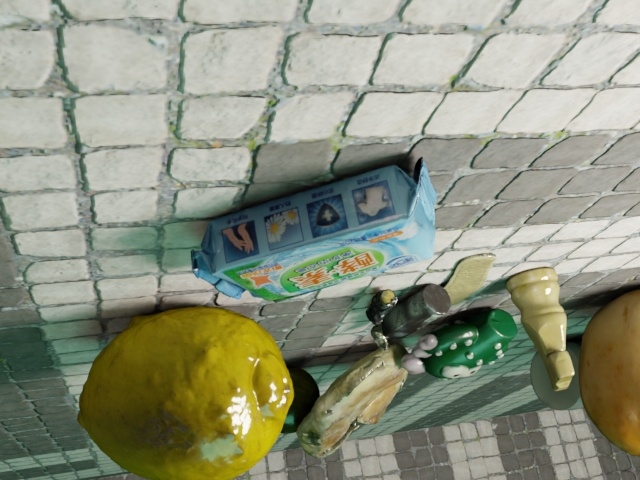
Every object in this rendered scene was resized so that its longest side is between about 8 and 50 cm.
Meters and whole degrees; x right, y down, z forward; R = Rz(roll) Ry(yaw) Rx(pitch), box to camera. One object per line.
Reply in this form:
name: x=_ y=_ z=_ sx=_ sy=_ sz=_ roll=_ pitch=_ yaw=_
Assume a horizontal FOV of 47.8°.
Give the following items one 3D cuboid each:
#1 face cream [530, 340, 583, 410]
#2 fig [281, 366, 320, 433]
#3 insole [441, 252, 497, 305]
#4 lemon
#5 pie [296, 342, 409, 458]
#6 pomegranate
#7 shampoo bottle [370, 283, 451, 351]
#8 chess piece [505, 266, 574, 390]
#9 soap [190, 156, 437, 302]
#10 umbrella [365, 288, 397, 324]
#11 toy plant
face cream: x=0.668 y=0.352 z=1.897 sx=0.153 sy=0.177 sz=0.177 roll=1 pitch=156 yaw=-32
fig: x=-0.126 y=0.324 z=1.592 sx=0.259 sy=0.151 sz=0.151 roll=28 pitch=148 yaw=-9
insole: x=0.244 y=0.072 z=1.228 sx=0.081 sy=0.011 sz=0.248 roll=-8 pitch=158 yaw=-6
lemon: x=-0.200 y=0.230 z=1.088 sx=0.285 sy=0.285 sz=0.316 roll=8 pitch=172 yaw=-38
pie: x=0.085 y=0.341 z=1.582 sx=0.337 sy=0.075 sz=0.337 roll=-36 pitch=150 yaw=-24
pomegranate: x=0.730 y=0.262 z=1.475 sx=0.412 sy=0.411 sz=0.411 roll=-9 pitch=158 yaw=-4
shampoo bottle: x=0.152 y=0.140 z=1.285 sx=0.057 sy=0.063 sz=0.208 roll=10 pitch=152 yaw=-22
chess piece: x=0.389 y=0.153 z=1.240 sx=0.090 sy=0.200 sz=0.090 roll=-10 pitch=158 yaw=-4
soap: x=0.000 y=0.000 z=0.847 sx=0.293 sy=0.077 sz=0.156 roll=-16 pitch=158 yaw=15
umbrella: x=0.102 y=0.110 z=1.219 sx=0.037 sy=0.040 sz=0.144 roll=-15 pitch=163 yaw=-10
toy plant: x=0.285 y=0.220 z=1.479 sx=0.233 sy=0.112 sz=0.243 roll=-7 pitch=152 yaw=-14
